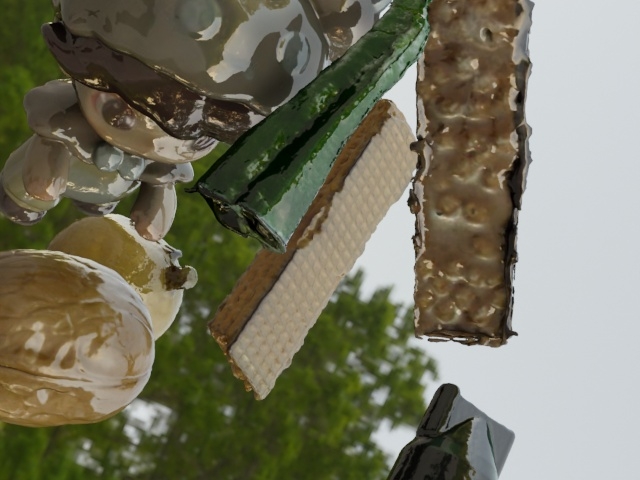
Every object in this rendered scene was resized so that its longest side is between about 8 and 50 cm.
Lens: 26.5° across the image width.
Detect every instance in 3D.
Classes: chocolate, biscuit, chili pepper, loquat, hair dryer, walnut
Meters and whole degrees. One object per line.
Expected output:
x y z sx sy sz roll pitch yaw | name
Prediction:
0.123 -0.069 1.122 0.065 0.102 0.329 -77 168 -70 | chocolate
0.000 0.000 1.446 0.054 0.094 0.379 4 -131 39 | biscuit
0.007 -0.097 0.946 0.088 0.059 0.227 29 -109 29 | chili pepper
-0.237 0.049 1.593 0.204 0.172 0.149 -10 -156 21 | loquat
0.147 0.248 1.290 0.244 0.116 0.302 -63 -168 -23 | hair dryer
-0.257 0.092 1.265 0.167 0.207 0.167 -170 -90 -70 | walnut

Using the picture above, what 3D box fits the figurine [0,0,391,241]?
-0.130 -0.131 1.082 0.380 0.248 0.203 -42 -142 43 | figurine
